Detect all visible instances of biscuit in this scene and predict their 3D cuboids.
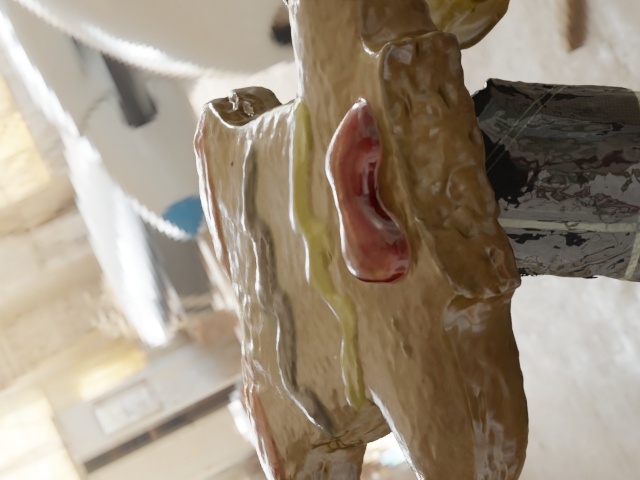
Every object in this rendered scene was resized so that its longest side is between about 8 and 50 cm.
[{"bbox_3d":[0.000,0.000,1.049,0.394,0.076,0.368,152,106,-67],"label":"biscuit"}]

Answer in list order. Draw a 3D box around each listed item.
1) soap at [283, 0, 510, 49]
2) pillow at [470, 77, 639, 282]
[{"bbox_3d":[0.053,-0.271,1.124,0.281,0.259,0.143,48,-179,-39],"label":"soap"},{"bbox_3d":[0.215,-0.035,1.183,0.092,0.335,0.161,-81,-3,-77],"label":"pillow"}]
